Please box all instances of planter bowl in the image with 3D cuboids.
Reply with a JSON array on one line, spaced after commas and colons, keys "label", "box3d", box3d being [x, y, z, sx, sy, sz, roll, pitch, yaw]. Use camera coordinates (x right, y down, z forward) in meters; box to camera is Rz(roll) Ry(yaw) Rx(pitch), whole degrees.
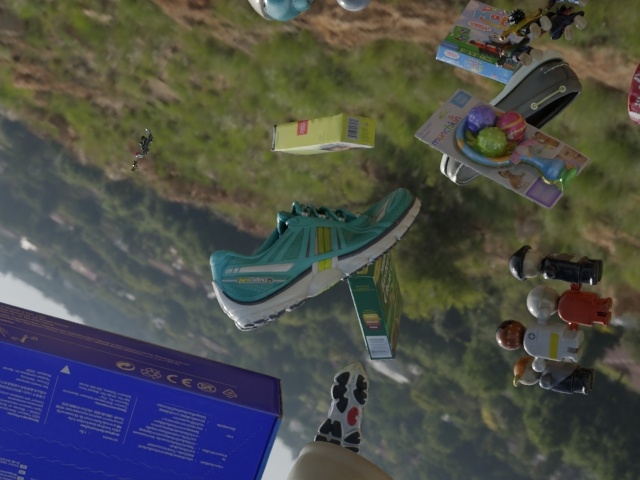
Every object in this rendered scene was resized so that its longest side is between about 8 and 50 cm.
[{"label": "planter bowl", "box3d": [0.017, 0.314, 1.015, 0.162, 0.109, 0.162, 27, 145, 21]}]

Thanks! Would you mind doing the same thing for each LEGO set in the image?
[{"label": "LEGO set", "box3d": [-0.288, -0.148, 1.522, 0.023, 0.054, 0.083, 18, 144, -12]}]

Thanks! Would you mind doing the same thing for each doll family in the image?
[{"label": "doll family", "box3d": [0.346, -0.344, 1.442, 0.076, 0.193, 0.111, 61, 177, -21]}]

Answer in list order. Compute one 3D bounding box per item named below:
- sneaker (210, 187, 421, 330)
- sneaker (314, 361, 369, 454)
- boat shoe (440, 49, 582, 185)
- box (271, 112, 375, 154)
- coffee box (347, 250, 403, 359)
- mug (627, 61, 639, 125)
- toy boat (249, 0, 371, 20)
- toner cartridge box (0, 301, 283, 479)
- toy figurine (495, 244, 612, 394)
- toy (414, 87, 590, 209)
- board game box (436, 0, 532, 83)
[{"label": "sneaker", "box3d": [0.000, 0.000, 1.081, 0.110, 0.275, 0.107, 62, 158, 0]}, {"label": "sneaker", "box3d": [0.040, 0.260, 1.371, 0.068, 0.169, 0.071, 19, -170, 8]}, {"label": "boat shoe", "box3d": [0.332, -0.197, 1.641, 0.109, 0.305, 0.091, 2, -131, -46]}, {"label": "box", "box3d": [0.002, -0.206, 1.825, 0.087, 0.058, 0.232, 5, 178, -35]}, {"label": "coffee box", "box3d": [0.078, 0.070, 1.294, 0.040, 0.113, 0.184, -2, 135, 16]}, {"label": "mug", "box3d": [0.434, -0.136, 1.033, 0.169, 0.150, 0.113, 24, -168, 38]}, {"label": "toy boat", "box3d": [0.003, -0.452, 1.481, 0.148, 0.267, 0.318, 32, -175, 8]}, {"label": "toner cartridge box", "box3d": [-0.220, 0.154, 0.767, 0.348, 0.165, 0.075, 17, -164, -9]}, {"label": "toy figurine", "box3d": [0.378, 0.132, 1.524, 0.148, 0.209, 0.213, 8, 154, 29]}, {"label": "toy", "box3d": [0.280, -0.155, 1.403, 0.237, 0.137, 0.056, 34, 147, 16]}, {"label": "board game box", "box3d": [0.354, -0.420, 1.947, 0.160, 0.211, 0.039, 22, 136, 12]}]
